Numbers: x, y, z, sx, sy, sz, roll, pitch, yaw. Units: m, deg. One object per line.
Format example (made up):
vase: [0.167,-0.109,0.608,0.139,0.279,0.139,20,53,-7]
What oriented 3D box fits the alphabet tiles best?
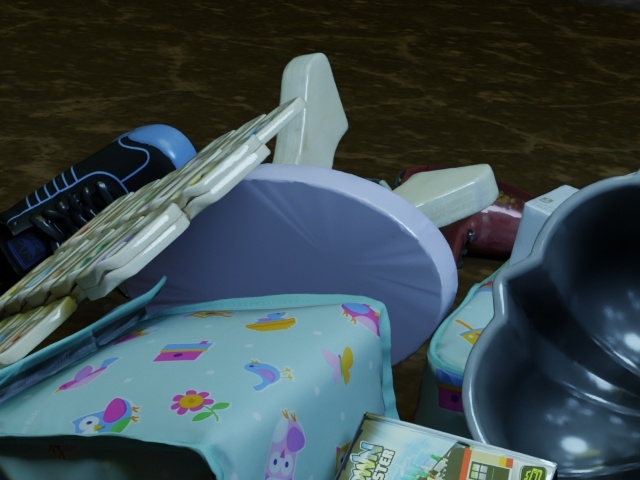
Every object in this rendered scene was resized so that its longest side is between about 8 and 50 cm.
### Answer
alphabet tiles: [-0.136,-0.001,1.050,0.278,0.021,0.284,-43,12,-24]

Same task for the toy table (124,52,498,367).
toy table: [0.000,0.000,1.228,0.274,0.252,0.161,6,30,26]

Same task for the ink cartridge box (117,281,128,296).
ink cartridge box: [-0.119,-0.013,1.408,0.143,0.092,0.090,-4,21,-31]

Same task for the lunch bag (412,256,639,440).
lunch bag: [0.200,0.110,1.143,0.224,0.108,0.279,20,25,18]

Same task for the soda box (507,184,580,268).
soda box: [0.238,0.037,1.092,0.216,0.074,0.069,25,27,28]

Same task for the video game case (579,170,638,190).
video game case: [0.308,0.027,1.380,0.183,0.023,0.201,-17,62,-43]

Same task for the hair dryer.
hair dryer: [0.118,0.006,1.503,0.293,0.080,0.223,-8,40,-23]

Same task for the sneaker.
sneaker: [-0.199,-0.015,1.292,0.232,0.081,0.090,-28,12,35]

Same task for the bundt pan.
bundt pan: [0.253,0.112,0.922,0.331,0.331,0.124,14,-16,19]

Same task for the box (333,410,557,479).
box: [0.039,0.192,0.817,0.114,0.036,0.207,13,52,18]

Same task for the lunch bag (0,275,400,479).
lunch bag: [-0.109,0.124,0.938,0.262,0.160,0.223,1,19,30]
